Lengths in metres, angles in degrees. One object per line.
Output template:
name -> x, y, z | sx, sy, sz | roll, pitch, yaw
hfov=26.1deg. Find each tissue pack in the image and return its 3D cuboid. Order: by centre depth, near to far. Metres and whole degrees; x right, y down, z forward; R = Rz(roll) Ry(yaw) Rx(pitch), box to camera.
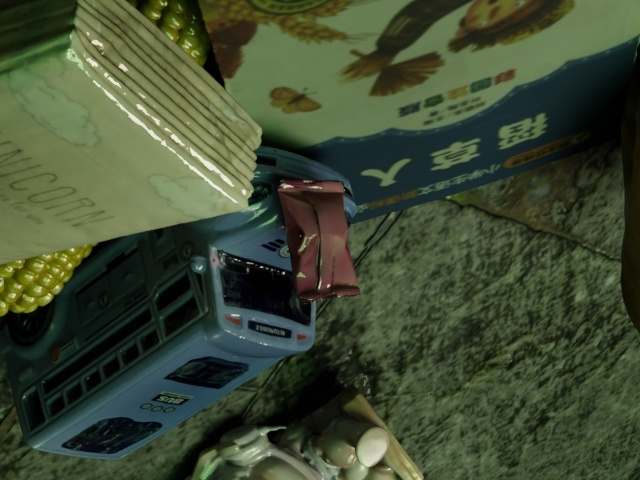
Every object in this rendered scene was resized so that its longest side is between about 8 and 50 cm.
tissue pack -> -0.215, -0.044, 0.786 | 0.325, 0.071, 0.170 | -11, 147, 26

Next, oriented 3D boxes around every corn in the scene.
corn -> -0.161, -0.063, 0.923 | 0.101, 0.101, 0.310 | 21, 114, -48

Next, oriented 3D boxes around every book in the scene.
book -> 0.082, -0.131, 0.950 | 0.300, 0.039, 0.428 | -18, 157, -1

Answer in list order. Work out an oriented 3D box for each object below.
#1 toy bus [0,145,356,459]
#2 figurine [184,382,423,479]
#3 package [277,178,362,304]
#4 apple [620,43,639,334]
toy bus -> -0.101, 0.050, 1.006 | 0.292, 0.133, 0.125 | -34, 147, 31
figurine -> -0.028, 0.238, 1.296 | 0.236, 0.141, 0.163 | -32, 98, 3
package -> 0.000, 0.000, 0.919 | 0.059, 0.083, 0.029 | -4, 171, -43
apple -> 0.411, -0.047, 1.096 | 0.346, 0.392, 0.391 | 1, 142, 15
